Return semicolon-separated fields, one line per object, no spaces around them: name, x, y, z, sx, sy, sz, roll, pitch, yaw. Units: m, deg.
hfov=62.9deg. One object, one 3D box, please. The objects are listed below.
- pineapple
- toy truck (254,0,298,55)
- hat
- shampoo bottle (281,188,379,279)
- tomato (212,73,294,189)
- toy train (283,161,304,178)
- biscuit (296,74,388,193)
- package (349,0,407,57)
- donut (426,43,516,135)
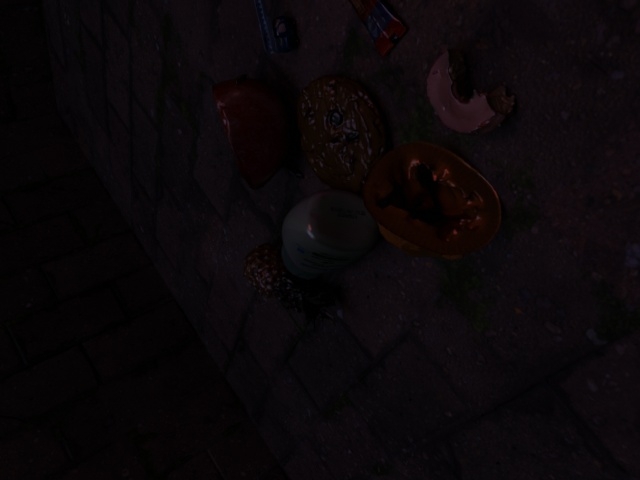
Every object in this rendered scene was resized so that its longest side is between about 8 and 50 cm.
pineapple;-0.075;0.138;1.529;0.364;0.165;0.165;31;135;38
toy truck;-0.103;-0.501;1.206;0.063;0.074;0.136;11;119;52
hat;0.179;-0.033;1.024;0.233;0.244;0.233;63;162;16
shampoo bottle;0.000;0.000;1.297;0.349;0.222;0.151;139;137;-67
tomato;-0.152;-0.289;1.340;0.309;0.170;0.309;-21;-90;-86
toy train;-0.075;-0.191;1.431;0.083;0.017;0.017;41;142;32
biscuit;0.037;-0.233;1.188;0.296;0.075;0.296;34;137;40
package;0.091;-0.457;1.004;0.200;0.022;0.083;59;148;6
donut;0.244;-0.241;0.893;0.166;0.065;0.117;57;146;14
